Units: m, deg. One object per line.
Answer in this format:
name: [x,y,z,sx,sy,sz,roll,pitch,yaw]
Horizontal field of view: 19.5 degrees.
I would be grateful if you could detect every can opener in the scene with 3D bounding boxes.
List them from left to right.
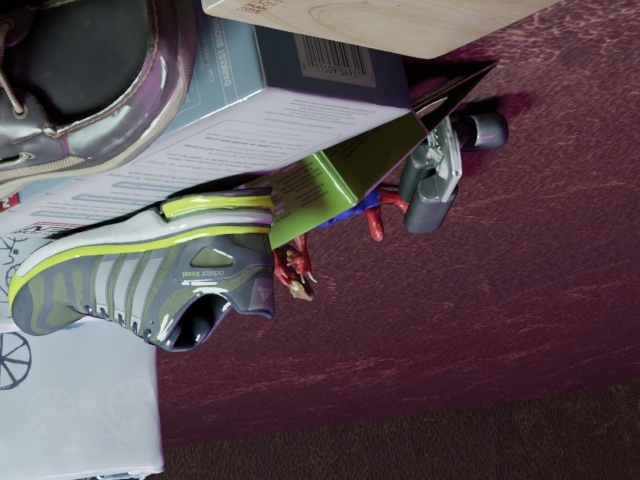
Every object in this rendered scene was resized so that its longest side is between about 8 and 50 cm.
can opener: [0.144,-0.073,1.998,0.095,0.076,0.283,-9,168,-5]

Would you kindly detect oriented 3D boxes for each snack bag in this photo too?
snack bag: [-0.303,0.082,1.759,0.323,0.342,0.037,-5,-171,-25]

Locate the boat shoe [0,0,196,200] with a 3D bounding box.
boat shoe: [-0.236,-0.106,1.425,0.130,0.132,0.355,2,160,-45]

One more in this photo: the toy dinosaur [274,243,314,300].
toy dinosaur: [-0.082,0.006,2.154,0.211,0.064,0.112,21,-159,30]

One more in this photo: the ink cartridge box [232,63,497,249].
ink cartridge box: [0.020,-0.106,1.754,0.189,0.097,0.255,-27,-167,49]

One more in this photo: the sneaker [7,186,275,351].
sneaker: [-0.161,0.046,1.650,0.300,0.121,0.111,-20,165,36]

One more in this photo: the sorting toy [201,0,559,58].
sorting toy: [0.087,-0.225,1.280,0.255,0.089,0.257,-22,163,38]

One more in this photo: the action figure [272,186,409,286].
action figure: [0.000,0.000,2.070,0.091,0.139,0.280,-24,159,40]

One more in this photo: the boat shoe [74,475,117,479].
boat shoe: [-0.352,0.230,1.831,0.301,0.108,0.102,0,157,-3]

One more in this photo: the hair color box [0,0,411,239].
hair color box: [-0.130,-0.104,1.557,0.374,0.113,0.185,-22,164,37]
